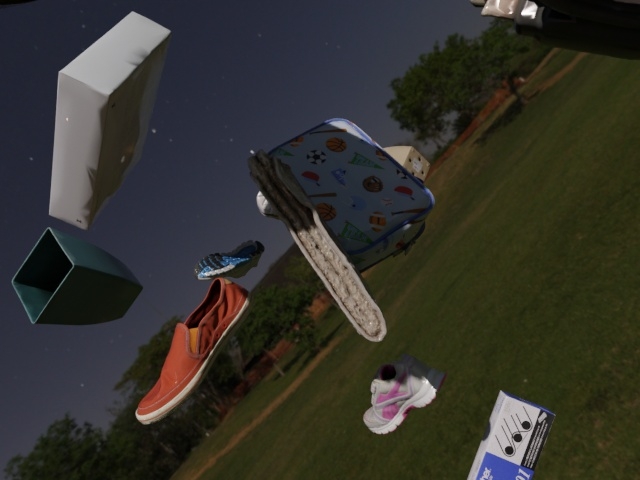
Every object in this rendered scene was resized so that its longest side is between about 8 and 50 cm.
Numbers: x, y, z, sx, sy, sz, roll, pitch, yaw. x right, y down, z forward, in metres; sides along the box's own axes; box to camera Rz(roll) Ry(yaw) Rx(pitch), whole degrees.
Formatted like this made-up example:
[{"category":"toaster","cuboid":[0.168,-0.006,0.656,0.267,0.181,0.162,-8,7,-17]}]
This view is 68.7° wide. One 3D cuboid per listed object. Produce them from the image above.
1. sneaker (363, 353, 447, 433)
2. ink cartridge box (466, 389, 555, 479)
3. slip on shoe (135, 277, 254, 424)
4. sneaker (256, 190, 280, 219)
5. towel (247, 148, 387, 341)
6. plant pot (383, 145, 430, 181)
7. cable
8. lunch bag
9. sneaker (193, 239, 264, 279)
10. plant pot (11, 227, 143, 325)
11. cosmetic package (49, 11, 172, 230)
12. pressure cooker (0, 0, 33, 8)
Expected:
[{"category":"sneaker","cuboid":[0.160,0.324,1.018,0.103,0.111,0.252,-34,-17,-52]},{"category":"ink cartridge box","cuboid":[0.365,0.411,0.909,0.046,0.097,0.207,27,-96,-84]},{"category":"slip on shoe","cuboid":[-0.266,0.215,0.958,0.123,0.101,0.331,-7,43,54]},{"category":"sneaker","cuboid":[-0.037,-0.116,1.126,0.235,0.094,0.153,-34,-6,-8]},{"category":"towel","cuboid":[0.000,0.000,0.658,0.049,0.282,0.187,-34,3,4]},{"category":"plant pot","cuboid":[0.199,-0.165,1.134,0.096,0.109,0.109,-14,43,56]},{"category":"cable","cuboid":[0.213,-0.133,0.243,0.139,0.287,0.072,11,-84,-73]},{"category":"lunch bag","cuboid":[0.053,-0.085,0.870,0.243,0.303,0.115,-31,-26,-22]},{"category":"sneaker","cuboid":[-0.220,0.069,1.148,0.191,0.071,0.083,-20,-41,-37]},{"category":"plant pot","cuboid":[-0.579,0.105,1.160,0.165,0.165,0.234,-54,-32,5]},{"category":"cosmetic package","cuboid":[-0.447,-0.244,0.991,0.377,0.097,0.284,-54,19,42]},{"category":"pressure cooker","cuboid":[-0.352,-0.404,0.380,0.370,0.420,0.375,-56,-38,-22]}]
